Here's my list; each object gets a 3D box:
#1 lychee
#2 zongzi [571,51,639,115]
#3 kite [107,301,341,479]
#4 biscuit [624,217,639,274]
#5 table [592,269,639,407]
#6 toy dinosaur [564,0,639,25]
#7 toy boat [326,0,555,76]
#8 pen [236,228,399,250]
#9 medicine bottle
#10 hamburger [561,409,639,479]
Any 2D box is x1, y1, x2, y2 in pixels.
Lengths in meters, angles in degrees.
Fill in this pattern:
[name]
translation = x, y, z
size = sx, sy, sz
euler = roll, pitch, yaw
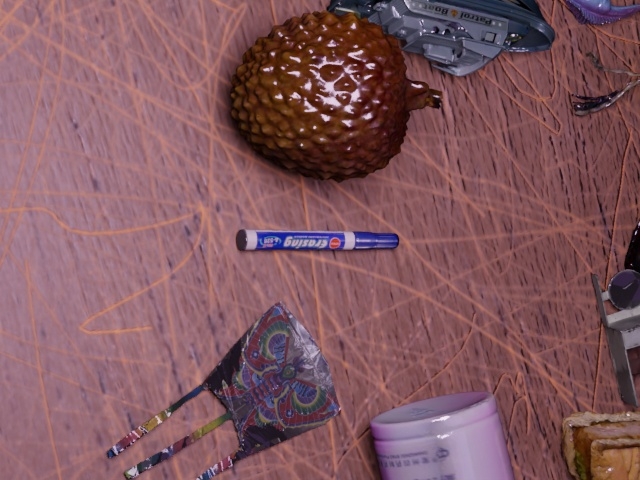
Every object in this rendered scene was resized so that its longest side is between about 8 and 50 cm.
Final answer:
[lychee]
translation = 0.018, -0.161, 1.504
size = 0.238, 0.200, 0.200
euler = -4, 87, -5
[zongzi]
translation = 0.578, -0.248, 1.834
size = 0.447, 0.181, 0.418
euler = -46, 149, 5
[kite]
translation = -0.105, 0.199, 1.506
size = 0.285, 0.015, 0.152
euler = -34, 100, -25
[biscuit]
translation = 0.521, -0.016, 1.807
size = 0.235, 0.063, 0.151
euler = 8, 81, -18
[table]
translation = 0.444, 0.108, 1.737
size = 0.146, 0.062, 0.175
euler = -16, 98, -10
[toy dinosaur]
translation = 0.357, -0.323, 1.768
size = 0.197, 0.045, 0.080
euler = 15, 92, -17
[toy boat]
translation = 0.158, -0.271, 1.624
size = 0.296, 0.114, 0.122
euler = 12, 74, -24
[pen]
translation = 0.000, 0.000, 1.571
size = 0.204, 0.025, 0.025
euler = 1, 85, -26
[medicine bottle]
translation = 0.156, 0.314, 1.548
size = 0.152, 0.152, 0.254
euler = -13, 91, -27
[hamburger]
translation = 0.425, 0.277, 1.713
size = 0.262, 0.124, 0.131
euler = -1, 104, -22
